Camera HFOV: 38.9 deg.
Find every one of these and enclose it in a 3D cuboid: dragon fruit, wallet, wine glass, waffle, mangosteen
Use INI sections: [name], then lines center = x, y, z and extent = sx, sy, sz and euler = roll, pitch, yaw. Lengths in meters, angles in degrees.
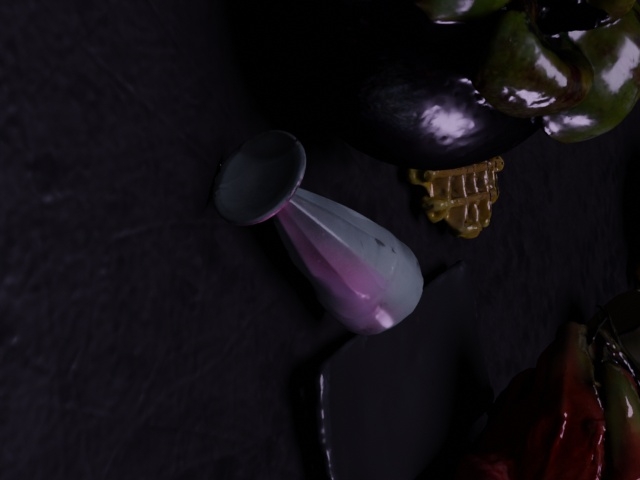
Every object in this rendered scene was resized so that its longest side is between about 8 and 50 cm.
[dragon fruit]
center = 0.203, 0.194, 0.740
extent = 0.234, 0.234, 0.293
euler = -36, 127, -54
[wallet]
center = 0.069, 0.119, 0.714
extent = 0.285, 0.030, 0.146
euler = -25, 112, -55
[wine glass]
center = 0.000, 0.000, 0.574
extent = 0.155, 0.073, 0.073
euler = 40, 55, -47
[waffle]
center = 0.119, -0.092, 0.802
extent = 0.191, 0.038, 0.191
euler = 7, 82, -59
[mangosteen]
center = 0.086, -0.147, 0.568
extent = 0.243, 0.243, 0.243
euler = 7, 82, -58

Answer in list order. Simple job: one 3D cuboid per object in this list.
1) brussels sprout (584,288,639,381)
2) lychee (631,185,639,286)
[brussels sprout]
center = 0.422, 0.184, 1.109
extent = 0.244, 0.244, 0.244
euler = 7, 82, -58
[lychee]
center = 0.629, -0.043, 1.417
extent = 0.270, 0.320, 0.270
euler = 43, 33, -38
